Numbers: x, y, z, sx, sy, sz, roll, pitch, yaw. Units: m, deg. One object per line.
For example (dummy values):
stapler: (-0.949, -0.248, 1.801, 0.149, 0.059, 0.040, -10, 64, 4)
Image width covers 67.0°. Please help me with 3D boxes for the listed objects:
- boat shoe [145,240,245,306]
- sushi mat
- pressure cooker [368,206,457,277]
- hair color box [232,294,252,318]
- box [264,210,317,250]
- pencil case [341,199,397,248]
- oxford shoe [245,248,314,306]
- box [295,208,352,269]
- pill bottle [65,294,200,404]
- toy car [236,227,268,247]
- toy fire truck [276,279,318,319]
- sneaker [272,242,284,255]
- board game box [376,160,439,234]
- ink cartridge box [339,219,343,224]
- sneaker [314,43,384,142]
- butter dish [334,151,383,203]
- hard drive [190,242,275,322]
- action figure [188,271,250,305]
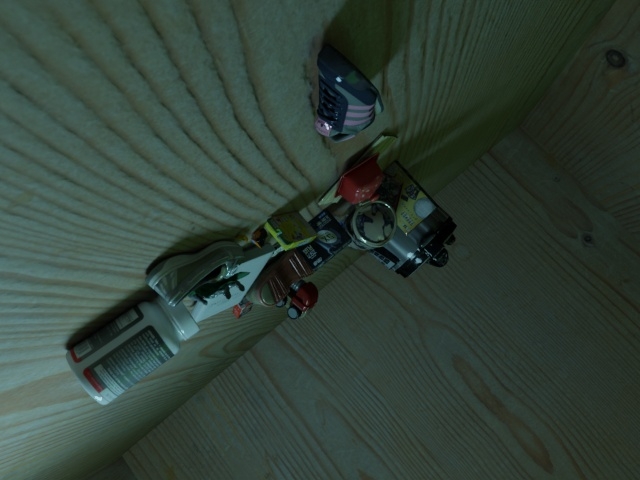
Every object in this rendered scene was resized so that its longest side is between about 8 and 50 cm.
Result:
boat shoe: (-0.290, 0.081, 1.212, 0.118, 0.103, 0.320, -44, 169, 23)
sushi mat: (0.121, -0.229, 1.571, 0.316, 0.019, 0.151, -45, 167, 27)
pressure cooker: (0.415, -0.035, 2.220, 0.370, 0.420, 0.375, -41, 172, -47)
hair color box: (-0.328, 0.280, 2.061, 0.072, 0.043, 0.141, -33, 167, -28)
box: (-0.090, -0.029, 1.438, 0.043, 0.105, 0.179, -46, 167, 24)
pencil case: (0.170, -0.056, 1.812, 0.160, 0.183, 0.410, -35, 180, -5)
oxford shoe: (-0.135, 0.104, 1.879, 0.147, 0.140, 0.397, -5, -154, 49)
box: (0.000, 0.000, 1.748, 0.180, 0.147, 0.077, -39, 170, -4)
pill bottle: (-0.456, 0.255, 1.204, 0.283, 0.161, 0.161, -36, 169, -20)
toy car: (-0.196, -0.017, 1.365, 0.041, 0.060, 0.122, 2, 167, 26)
toy fire truck: (-0.087, 0.163, 2.000, 0.158, 0.217, 0.246, -23, 145, -56)
sneaker: (-0.150, 0.028, 1.664, 0.083, 0.032, 0.037, -43, 169, 15)
board game box: (0.316, -0.167, 1.882, 0.165, 0.243, 0.042, -44, 169, 26)
ink cartridge box: (0.064, -0.017, 2.177, 0.206, 0.045, 0.208, -34, 166, -29)
sneaker: (0.039, -0.257, 0.923, 0.131, 0.112, 0.319, -45, 168, 10)
butter dish: (0.137, -0.170, 1.502, 0.160, 0.118, 0.160, -34, 167, -19)
hard drive: (-0.286, 0.138, 1.547, 0.203, 0.040, 0.307, -22, 156, -45)
action figure: (-0.306, 0.142, 1.360, 0.137, 0.063, 0.232, -25, -171, -41)
